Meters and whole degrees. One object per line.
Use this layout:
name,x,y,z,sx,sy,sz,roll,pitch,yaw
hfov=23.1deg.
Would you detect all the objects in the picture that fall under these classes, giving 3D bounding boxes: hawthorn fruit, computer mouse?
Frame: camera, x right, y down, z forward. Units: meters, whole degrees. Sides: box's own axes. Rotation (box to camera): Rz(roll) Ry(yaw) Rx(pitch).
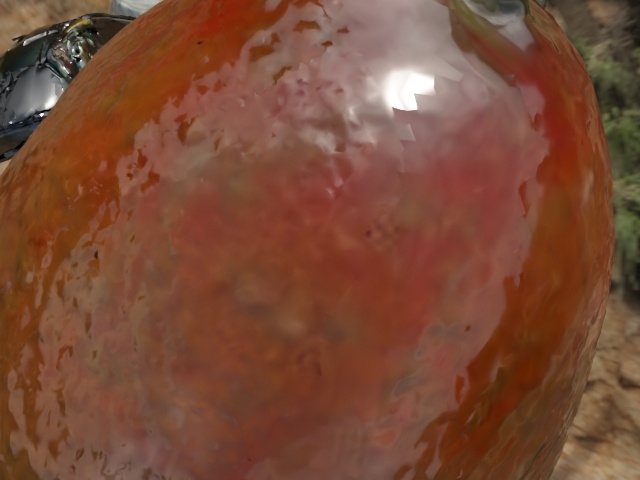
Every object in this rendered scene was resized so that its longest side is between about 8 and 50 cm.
hawthorn fruit,0.000,0.000,0.437,0.199,0.199,0.251,26,127,-5
computer mouse,-0.200,-0.126,1.192,0.146,0.242,0.078,-19,104,17

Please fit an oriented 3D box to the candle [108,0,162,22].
candle,-0.117,-0.204,1.570,0.168,0.192,0.068,-12,130,-32

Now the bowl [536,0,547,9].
bowl,0.057,-0.164,1.514,0.157,0.337,0.337,39,87,-7
